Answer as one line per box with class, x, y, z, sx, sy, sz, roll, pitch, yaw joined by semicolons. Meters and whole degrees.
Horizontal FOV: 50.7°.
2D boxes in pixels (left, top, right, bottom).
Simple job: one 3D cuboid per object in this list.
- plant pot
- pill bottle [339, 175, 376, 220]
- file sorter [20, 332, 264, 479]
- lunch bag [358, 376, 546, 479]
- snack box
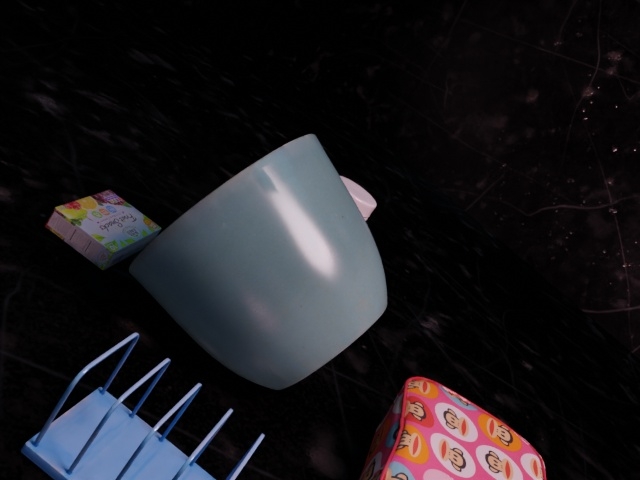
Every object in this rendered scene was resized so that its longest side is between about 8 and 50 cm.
plant pot;-0.055;0.046;0.873;0.235;0.293;0.293;54;20;-1
pill bottle;0.000;0.000;1.139;0.117;0.215;0.117;31;20;-13
file sorter;-0.154;0.186;0.626;0.170;0.104;0.118;38;20;4
lunch bag;0.178;0.315;0.815;0.258;0.120;0.293;29;23;6
snack box;-0.300;-0.018;0.950;0.100;0.037;0.141;38;20;1
